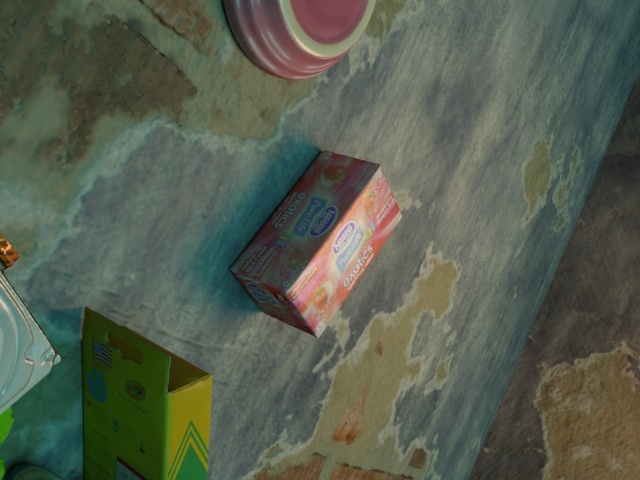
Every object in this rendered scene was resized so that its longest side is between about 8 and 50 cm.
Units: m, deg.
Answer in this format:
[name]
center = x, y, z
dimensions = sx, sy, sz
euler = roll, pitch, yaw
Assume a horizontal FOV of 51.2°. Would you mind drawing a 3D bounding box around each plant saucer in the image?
[plant saucer]
center = -0.011, -0.421, 1.061
dimensions = 0.332, 0.084, 0.332
euler = -24, 123, -44

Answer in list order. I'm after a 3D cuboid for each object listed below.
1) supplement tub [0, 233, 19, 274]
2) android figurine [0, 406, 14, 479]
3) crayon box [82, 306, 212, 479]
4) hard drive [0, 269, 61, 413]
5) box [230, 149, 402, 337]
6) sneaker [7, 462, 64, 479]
[supplement tub]
center = -0.429, 0.054, 0.714
dimensions = 0.190, 0.117, 0.117
euler = -51, 139, -24
[android figurine]
center = -0.481, 0.246, 0.788
dimensions = 0.273, 0.056, 0.248
euler = -49, 138, -24
[crayon box]
center = -0.253, 0.263, 0.960
dimensions = 0.081, 0.202, 0.318
euler = -16, 118, -48
[hard drive]
center = -0.428, 0.145, 0.603
dimensions = 0.339, 0.064, 0.237
euler = -43, 142, -30
[box]
center = 0.000, 0.000, 1.214
dimensions = 0.300, 0.142, 0.154
euler = -53, 139, -22
[sneaker]
center = -0.359, 0.403, 0.957
dimensions = 0.087, 0.092, 0.228
euler = -41, 124, -28
